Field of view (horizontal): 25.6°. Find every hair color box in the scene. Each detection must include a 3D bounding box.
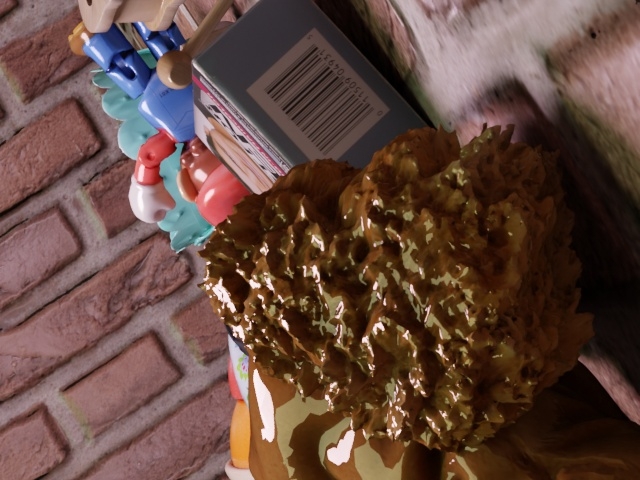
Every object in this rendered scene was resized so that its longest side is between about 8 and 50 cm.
[{"bbox_3d":[-0.018,-0.098,1.310,0.185,0.113,0.374,47,174,0],"label":"hair color box"}]

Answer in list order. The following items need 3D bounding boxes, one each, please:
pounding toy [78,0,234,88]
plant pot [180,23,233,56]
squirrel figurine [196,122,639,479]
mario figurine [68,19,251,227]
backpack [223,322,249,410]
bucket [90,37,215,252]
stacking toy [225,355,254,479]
[{"bbox_3d":[-0.157,-0.287,1.408,0.154,0.155,0.269,-164,70,-68],"label":"pounding toy"},{"bbox_3d":[-0.086,-0.187,1.568,0.109,0.096,0.109,57,173,1],"label":"plant pot"},{"bbox_3d":[0.102,0.117,0.933,0.370,0.281,0.397,35,162,56],"label":"squirrel figurine"},{"bbox_3d":[-0.164,-0.148,1.705,0.320,0.198,0.170,56,-146,-6],"label":"mario figurine"},{"bbox_3d":[0.011,0.155,1.779,0.355,0.273,0.290,41,-160,-34],"label":"backpack"},{"bbox_3d":[-0.173,-0.143,1.915,0.281,0.183,0.281,154,90,-87],"label":"bucket"},{"bbox_3d":[-0.029,0.131,2.239,0.350,0.350,0.480,177,79,-83],"label":"stacking toy"}]
